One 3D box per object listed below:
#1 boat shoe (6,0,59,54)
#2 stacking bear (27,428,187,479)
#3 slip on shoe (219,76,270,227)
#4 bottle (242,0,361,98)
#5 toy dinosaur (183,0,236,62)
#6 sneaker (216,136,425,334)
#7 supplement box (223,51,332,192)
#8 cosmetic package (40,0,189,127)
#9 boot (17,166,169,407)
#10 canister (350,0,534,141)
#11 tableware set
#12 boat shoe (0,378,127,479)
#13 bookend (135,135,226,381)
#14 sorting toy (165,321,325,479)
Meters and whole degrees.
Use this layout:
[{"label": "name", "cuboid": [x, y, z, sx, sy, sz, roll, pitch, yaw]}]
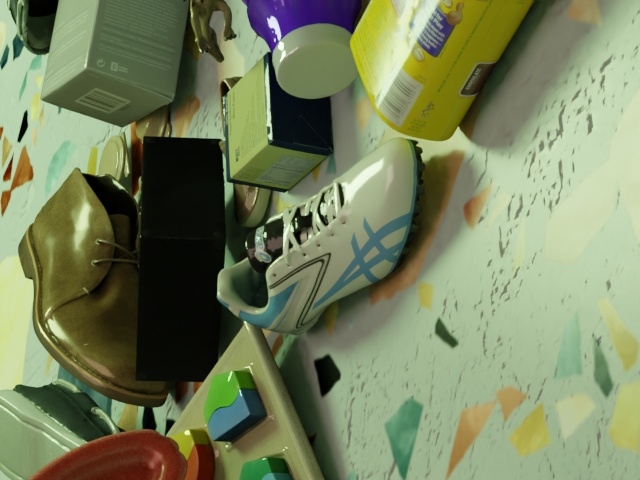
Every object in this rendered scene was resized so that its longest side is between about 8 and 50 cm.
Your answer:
[{"label": "boat shoe", "cuboid": [-0.286, -0.318, 1.932, 0.306, 0.113, 0.105, -49, 47, 49]}, {"label": "stacking bear", "cuboid": [-0.178, 0.315, 1.418, 0.289, 0.164, 0.175, 98, 154, -48]}, {"label": "slip on shoe", "cuboid": [-0.068, -0.078, 1.502, 0.051, 0.041, 0.135, -20, 63, 59]}, {"label": "bottle", "cuboid": [-0.024, -0.242, 1.416, 0.118, 0.092, 0.282, 122, 146, -47]}, {"label": "toy dinosaur", "cuboid": [-0.087, -0.216, 1.369, 0.092, 0.053, 0.183, -114, 28, -57]}, {"label": "sneaker", "cuboid": [0.000, 0.000, 1.298, 0.237, 0.086, 0.085, -45, 41, 46]}, {"label": "supplement box", "cuboid": [-0.036, -0.096, 1.430, 0.083, 0.056, 0.083, -39, 48, 52]}, {"label": "cosmetic package", "cuboid": [-0.193, -0.246, 1.718, 0.127, 0.107, 0.238, -18, 57, 59]}, {"label": "boot", "cuboid": [-0.206, 0.038, 1.651, 0.115, 0.112, 0.305, -59, 38, 21]}, {"label": "canister", "cuboid": [0.090, -0.168, 1.196, 0.170, 0.073, 0.126, -60, 33, 36]}, {"label": "tableware set", "cuboid": [-0.184, -0.063, 1.745, 0.169, 0.020, 0.141, -41, 48, 49]}, {"label": "boat shoe", "cuboid": [-0.197, 0.208, 1.583, 0.302, 0.091, 0.114, 36, 129, 39]}, {"label": "bookend", "cuboid": [-0.124, 0.016, 1.530, 0.156, 0.072, 0.157, -97, 11, -55]}, {"label": "sorting toy", "cuboid": [-0.072, 0.192, 1.396, 0.208, 0.038, 0.193, -59, 42, 36]}]
